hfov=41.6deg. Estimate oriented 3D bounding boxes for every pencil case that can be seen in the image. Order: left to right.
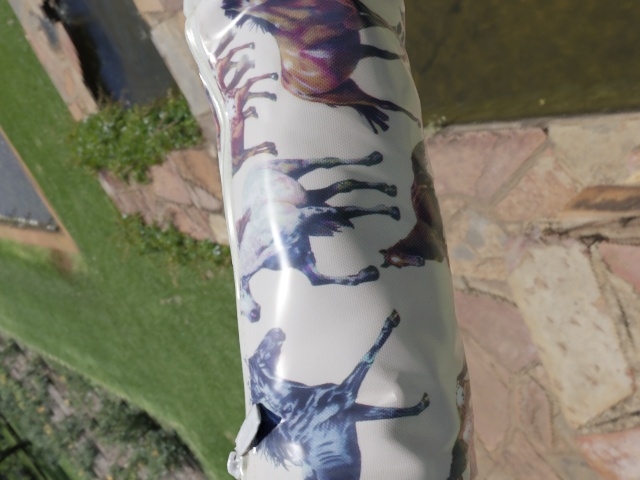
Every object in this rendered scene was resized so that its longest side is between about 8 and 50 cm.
[{"bbox_3d":[0.000,0.000,0.618,0.160,0.183,0.410,160,102,-64],"label":"pencil case"}]
